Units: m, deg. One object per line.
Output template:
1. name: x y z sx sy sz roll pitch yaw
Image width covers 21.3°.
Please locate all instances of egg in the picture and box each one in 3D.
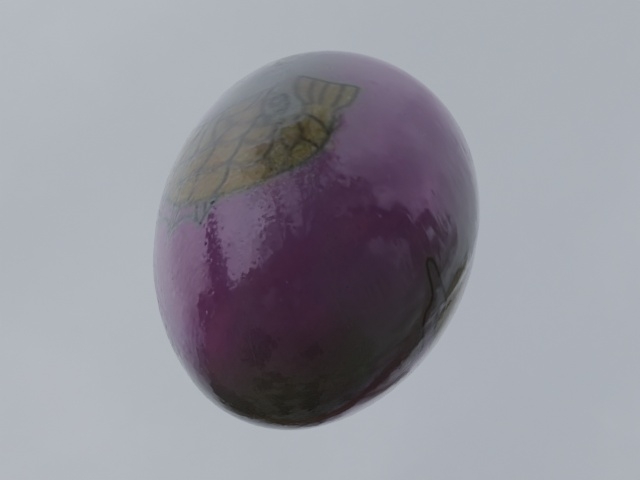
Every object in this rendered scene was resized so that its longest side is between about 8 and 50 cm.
1. egg: 0.000 0.000 1.007 0.196 0.271 0.196 -1 -54 -2
